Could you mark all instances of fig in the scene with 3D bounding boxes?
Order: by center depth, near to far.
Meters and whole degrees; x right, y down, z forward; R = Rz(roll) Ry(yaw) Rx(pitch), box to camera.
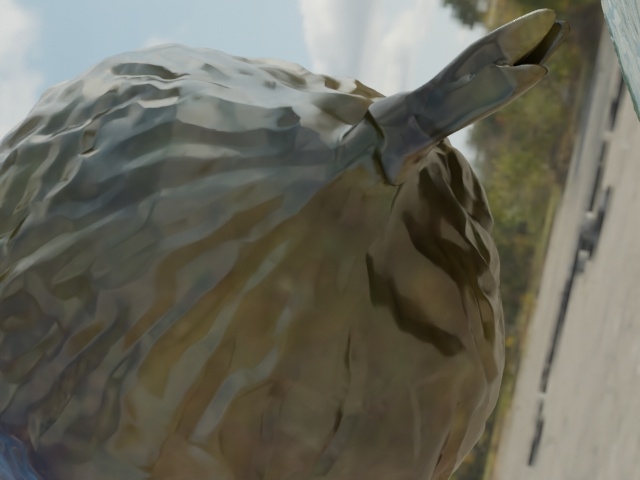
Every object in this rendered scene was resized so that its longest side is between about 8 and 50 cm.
[{"bbox_3d":[0.000,0.000,0.625,0.368,0.286,0.286,-40,22,45],"label":"fig"}]

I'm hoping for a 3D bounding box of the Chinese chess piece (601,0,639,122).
[{"bbox_3d":[0.244,-0.120,0.682,0.349,0.146,0.349,-19,-90,-90],"label":"Chinese chess piece"}]
